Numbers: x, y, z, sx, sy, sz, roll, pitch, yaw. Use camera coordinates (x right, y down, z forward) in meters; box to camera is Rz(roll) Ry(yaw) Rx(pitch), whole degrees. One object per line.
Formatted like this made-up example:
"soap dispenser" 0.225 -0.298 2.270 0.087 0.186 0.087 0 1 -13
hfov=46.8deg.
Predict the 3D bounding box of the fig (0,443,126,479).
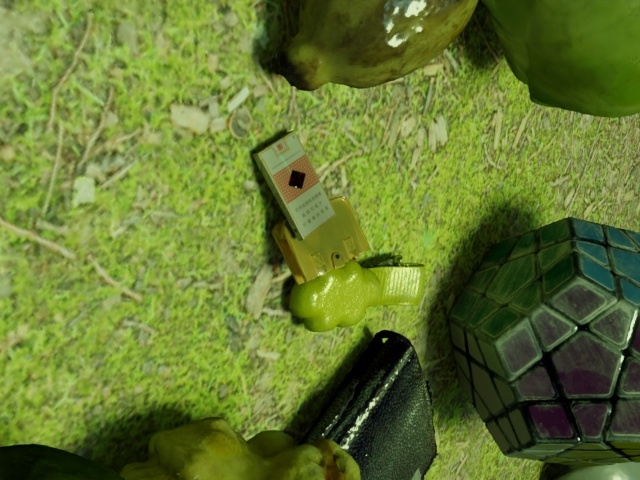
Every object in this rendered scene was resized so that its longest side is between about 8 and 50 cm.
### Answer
"fig" -0.183 0.217 0.367 0.235 0.203 0.203 37 72 -83

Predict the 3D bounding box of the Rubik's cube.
"Rubik's cube" 0.315 0.129 0.908 0.319 0.319 0.264 -20 143 -44

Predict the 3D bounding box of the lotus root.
"lotus root" 0.051 -0.196 0.597 0.214 0.138 0.138 -50 137 -9

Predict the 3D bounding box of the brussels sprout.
"brussels sprout" 0.297 -0.277 0.726 0.328 0.328 0.247 -66 165 -7

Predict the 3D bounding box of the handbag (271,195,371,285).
"handbag" 0.000 0.000 0.662 0.083 0.027 0.061 -27 93 -40

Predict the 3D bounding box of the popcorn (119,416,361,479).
"popcorn" -0.060 0.240 0.565 0.200 0.203 0.226 -35 110 -48

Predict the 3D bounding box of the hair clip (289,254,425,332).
"hair clip" 0.038 0.051 0.729 0.173 0.046 0.072 -3 102 -47

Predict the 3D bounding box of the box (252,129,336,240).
"box" -0.021 -0.047 0.627 0.046 0.012 0.083 -38 107 -35

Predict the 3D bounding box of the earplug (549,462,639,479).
"earplug" 0.515 0.359 1.300 0.214 0.175 0.325 8 98 -44

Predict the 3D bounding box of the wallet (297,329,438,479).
"wallet" 0.048 0.252 0.812 0.221 0.071 0.262 -53 141 -29
